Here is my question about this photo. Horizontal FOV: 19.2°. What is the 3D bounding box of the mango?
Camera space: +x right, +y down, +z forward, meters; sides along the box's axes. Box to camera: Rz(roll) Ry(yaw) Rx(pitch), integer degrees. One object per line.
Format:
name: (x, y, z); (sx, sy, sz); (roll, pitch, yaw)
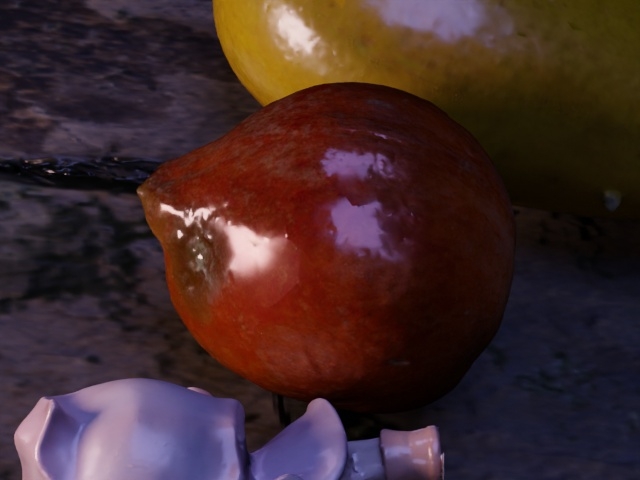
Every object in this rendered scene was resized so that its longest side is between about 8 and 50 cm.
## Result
mango: (0.130, -0.150, 1.486); (0.445, 0.220, 0.301); (25, 38, 6)

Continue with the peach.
peach: (0.000, 0.000, 1.295); (0.257, 0.232, 0.232); (25, 43, -17)

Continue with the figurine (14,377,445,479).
figurine: (-0.058, 0.157, 1.195); (0.276, 0.133, 0.200); (6, 42, -12)
